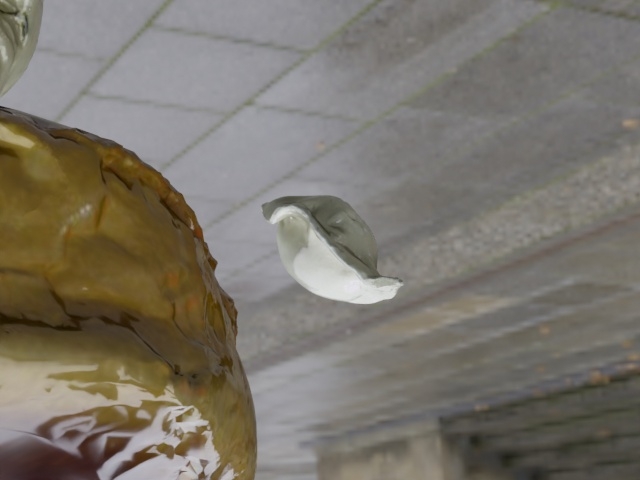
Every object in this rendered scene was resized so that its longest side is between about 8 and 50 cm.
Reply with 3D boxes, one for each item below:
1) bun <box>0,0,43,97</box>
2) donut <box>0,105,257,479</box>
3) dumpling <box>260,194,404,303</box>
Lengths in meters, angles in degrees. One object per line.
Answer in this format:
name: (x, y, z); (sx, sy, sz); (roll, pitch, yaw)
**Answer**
bun: (-0.270, -0.141, 0.835); (0.231, 0.231, 0.133); (11, -165, -43)
donut: (-0.169, 0.060, 0.521); (0.330, 0.160, 0.330); (-1, 151, -1)
dumpling: (-0.002, 0.000, 1.412); (0.100, 0.169, 0.134); (-34, 155, 6)
